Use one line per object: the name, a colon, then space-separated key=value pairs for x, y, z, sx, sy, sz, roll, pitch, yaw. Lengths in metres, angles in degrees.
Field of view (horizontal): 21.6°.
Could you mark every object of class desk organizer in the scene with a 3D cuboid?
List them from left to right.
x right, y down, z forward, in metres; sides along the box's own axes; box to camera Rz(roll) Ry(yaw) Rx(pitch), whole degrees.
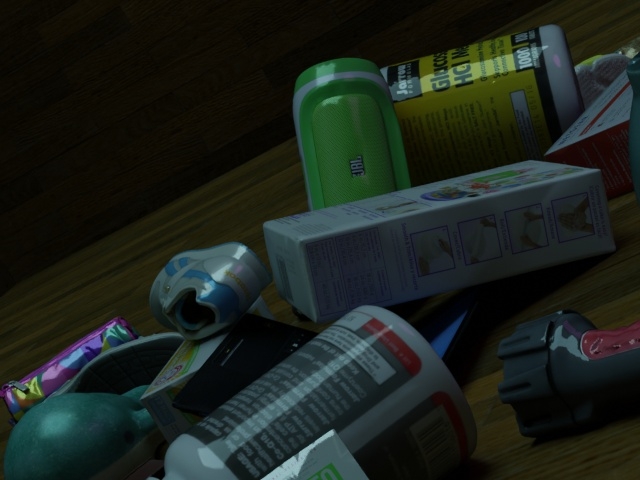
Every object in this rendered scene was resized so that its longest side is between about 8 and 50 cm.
desk organizer: x=-0.208 y=0.288 z=1.790 sx=0.130 sy=0.047 sz=0.050 roll=-37 pitch=14 yaw=-29

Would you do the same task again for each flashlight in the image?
flashlight: x=0.269 y=0.065 z=1.291 sx=0.304 sy=0.103 sz=0.103 roll=-20 pitch=16 yaw=45

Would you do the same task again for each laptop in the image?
laptop: x=0.016 y=0.104 z=1.732 sx=0.264 sy=0.136 sz=0.234 roll=15 pitch=24 yaw=12

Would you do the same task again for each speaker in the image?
speaker: x=0.045 y=-0.068 z=2.049 sx=0.131 sy=0.296 sz=0.131 roll=-9 pitch=-21 yaw=-3

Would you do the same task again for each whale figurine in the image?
whale figurine: x=-0.272 y=0.229 z=1.992 sx=0.216 sy=0.141 sz=0.272 roll=-27 pitch=10 yaw=27

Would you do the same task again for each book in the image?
book: x=0.011 y=0.224 z=1.238 sx=0.096 sy=0.144 sz=0.035 roll=-33 pitch=-33 yaw=-6

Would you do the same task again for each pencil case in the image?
pencil case: x=-0.371 y=0.207 z=2.530 sx=0.236 sy=0.104 sz=0.104 roll=-31 pitch=10 yaw=-5

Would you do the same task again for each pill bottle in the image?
pill bottle: x=-0.025 y=0.192 z=1.377 sx=0.283 sy=0.161 sz=0.161 roll=-35 pitch=10 yaw=-20
pill bottle: x=0.175 y=-0.156 z=2.201 sx=0.334 sy=0.188 sz=0.188 roll=-14 pitch=13 yaw=11

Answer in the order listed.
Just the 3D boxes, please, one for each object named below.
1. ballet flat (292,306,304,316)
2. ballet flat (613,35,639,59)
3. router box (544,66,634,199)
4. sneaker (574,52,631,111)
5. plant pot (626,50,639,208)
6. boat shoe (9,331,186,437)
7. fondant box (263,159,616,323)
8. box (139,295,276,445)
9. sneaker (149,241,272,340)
ballet flat: x=-0.022 y=0.068 z=2.302 sx=0.057 sy=0.049 sz=0.173 roll=-32 pitch=10 yaw=2
ballet flat: x=0.511 y=-0.290 z=2.477 sx=0.067 sy=0.073 sz=0.206 roll=19 pitch=48 yaw=41
router box: x=0.466 y=-0.186 z=1.996 sx=0.301 sy=0.082 sz=0.335 roll=-23 pitch=13 yaw=41
sneaker: x=0.332 y=-0.183 z=2.363 sx=0.240 sy=0.091 sz=0.126 roll=-34 pitch=9 yaw=-9
plant pot: x=0.400 y=-0.118 z=1.531 sx=0.293 sy=0.196 sz=0.293 roll=-30 pitch=11 yaw=6
boat shoe: x=-0.275 y=0.203 z=2.223 sx=0.320 sy=0.118 sz=0.103 roll=-34 pitch=12 yaw=26
fondant box: x=0.121 y=-0.005 z=1.821 sx=0.330 sy=0.096 sz=0.238 roll=-14 pitch=7 yaw=-9
box: x=-0.106 y=0.163 z=1.905 sx=0.103 sy=0.114 sz=0.203 roll=-28 pitch=11 yaw=21
sneaker: x=-0.148 y=0.067 z=1.922 sx=0.092 sy=0.087 sz=0.229 roll=-47 pitch=11 yaw=-30
